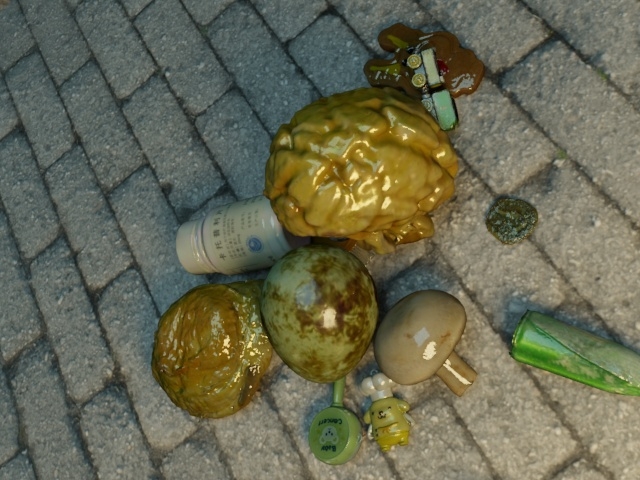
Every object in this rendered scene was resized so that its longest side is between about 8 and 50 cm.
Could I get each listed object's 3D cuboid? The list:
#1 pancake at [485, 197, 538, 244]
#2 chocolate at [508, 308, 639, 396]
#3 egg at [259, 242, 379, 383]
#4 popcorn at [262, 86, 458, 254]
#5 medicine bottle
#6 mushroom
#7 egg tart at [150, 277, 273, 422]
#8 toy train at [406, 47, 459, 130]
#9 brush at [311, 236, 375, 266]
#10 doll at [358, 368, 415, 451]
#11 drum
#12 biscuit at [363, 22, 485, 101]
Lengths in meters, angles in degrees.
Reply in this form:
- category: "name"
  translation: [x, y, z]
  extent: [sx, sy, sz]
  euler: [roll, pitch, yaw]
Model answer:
- category: "pancake"
  translation: [0.395, -0.043, 1.372]
  extent: [0.108, 0.017, 0.108]
  euler: [-10, 65, 22]
- category: "chocolate"
  translation: [0.497, 0.218, 1.190]
  extent: [0.291, 0.110, 0.110]
  euler: [19, 81, 27]
- category: "egg"
  translation: [0.001, 0.148, 1.327]
  extent: [0.238, 0.238, 0.290]
  euler: [-1, 112, 25]
- category: "popcorn"
  translation: [0.082, -0.159, 1.371]
  extent: [0.354, 0.390, 0.344]
  euler: [-54, 39, 29]
- category: "medicine bottle"
  translation: [-0.182, -0.009, 1.545]
  extent: [0.292, 0.170, 0.170]
  euler: [-11, 68, 27]
- category: "mushroom"
  translation: [0.218, 0.209, 1.292]
  extent: [0.215, 0.207, 0.207]
  euler: [44, 95, -3]
- category: "egg tart"
  translation: [-0.263, 0.242, 1.511]
  extent: [0.351, 0.153, 0.340]
  euler: [0, 76, 31]
- category: "toy train"
  translation: [0.253, -0.334, 1.484]
  extent: [0.081, 0.060, 0.202]
  euler: [-15, 90, 18]
- category: "brush"
  translation: [0.000, 0.000, 1.549]
  extent: [0.272, 0.013, 0.103]
  euler: [38, 91, 31]
- category: "doll"
  translation: [0.129, 0.339, 1.340]
  extent: [0.106, 0.062, 0.163]
  euler: [-24, 63, 19]
- category: "drum"
  translation: [0.022, 0.344, 1.396]
  extent: [0.130, 0.049, 0.253]
  euler: [-28, 52, 27]
- category: "biscuit"
  translation: [0.243, -0.418, 1.561]
  extent: [0.295, 0.044, 0.186]
  euler: [19, 84, 30]
